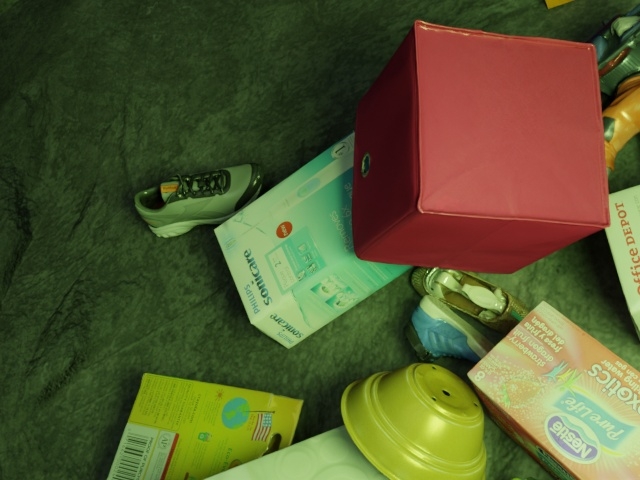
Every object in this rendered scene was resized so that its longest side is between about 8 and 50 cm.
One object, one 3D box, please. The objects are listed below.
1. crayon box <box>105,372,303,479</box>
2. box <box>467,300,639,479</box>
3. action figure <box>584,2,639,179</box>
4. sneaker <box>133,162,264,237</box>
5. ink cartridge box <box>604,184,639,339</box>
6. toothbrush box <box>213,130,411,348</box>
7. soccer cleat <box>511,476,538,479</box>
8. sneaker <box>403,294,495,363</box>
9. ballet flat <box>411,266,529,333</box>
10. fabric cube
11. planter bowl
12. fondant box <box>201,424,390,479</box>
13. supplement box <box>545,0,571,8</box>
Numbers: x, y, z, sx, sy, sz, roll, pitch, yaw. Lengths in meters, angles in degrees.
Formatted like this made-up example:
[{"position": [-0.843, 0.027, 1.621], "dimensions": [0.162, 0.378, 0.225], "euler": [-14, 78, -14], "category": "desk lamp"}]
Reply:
[{"position": [-0.169, 0.330, 1.281], "dimensions": [0.318, 0.081, 0.202], "euler": [3, 65, 33], "category": "crayon box"}, {"position": [0.338, 0.233, 0.980], "dimensions": [0.142, 0.154, 0.300], "euler": [-42, 51, -7], "category": "box"}, {"position": [0.432, -0.186, 1.216], "dimensions": [0.341, 0.178, 0.330], "euler": [-36, 37, 47], "category": "action figure"}, {"position": [-0.228, -0.083, 1.542], "dimensions": [0.271, 0.108, 0.100], "euler": [-19, 53, 19], "category": "sneaker"}, {"position": [0.488, 0.017, 1.014], "dimensions": [0.232, 0.168, 0.171], "euler": [-18, 56, 22], "category": "ink cartridge box"}, {"position": [0.000, 0.000, 1.345], "dimensions": [0.295, 0.126, 0.216], "euler": [-34, 51, 11], "category": "toothbrush box"}, {"position": [0.307, 0.396, 0.952], "dimensions": [0.121, 0.093, 0.289], "euler": [-49, 50, 1], "category": "soccer cleat"}, {"position": [0.186, 0.157, 1.189], "dimensions": [0.152, 0.058, 0.085], "euler": [40, 107, 22], "category": "sneaker"}, {"position": [0.212, 0.072, 1.213], "dimensions": [0.206, 0.067, 0.073], "euler": [22, 78, 38], "category": "ballet flat"}, {"position": [0.201, -0.110, 1.112], "dimensions": [0.259, 0.258, 0.254], "euler": [5, 76, -12], "category": "fabric cube"}, {"position": [0.142, 0.224, 1.059], "dimensions": [0.090, 0.217, 0.217], "euler": [-59, 46, 24], "category": "planter bowl"}, {"position": [0.003, 0.377, 1.040], "dimensions": [0.330, 0.096, 0.238], "euler": [-20, 42, -11], "category": "fondant box"}, {"position": [0.412, -0.456, 1.421], "dimensions": [0.062, 0.036, 0.098], "euler": [-15, 56, 22], "category": "supplement box"}]
